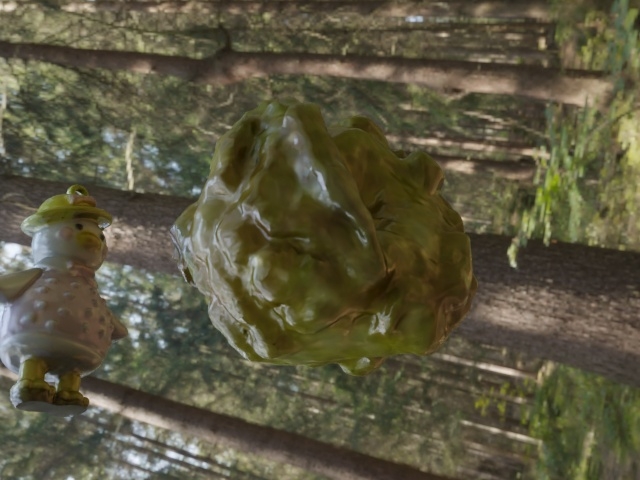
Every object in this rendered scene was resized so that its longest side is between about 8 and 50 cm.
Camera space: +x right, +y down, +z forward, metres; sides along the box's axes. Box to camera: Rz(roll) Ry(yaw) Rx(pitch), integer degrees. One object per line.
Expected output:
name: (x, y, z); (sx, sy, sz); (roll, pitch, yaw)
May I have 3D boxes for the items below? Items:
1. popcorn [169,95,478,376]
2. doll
popcorn: (0.000, 0.005, 0.451); (0.156, 0.197, 0.197); (-56, -16, 21)
doll: (-0.211, 0.042, 0.598); (0.129, 0.081, 0.207); (30, -134, -43)
